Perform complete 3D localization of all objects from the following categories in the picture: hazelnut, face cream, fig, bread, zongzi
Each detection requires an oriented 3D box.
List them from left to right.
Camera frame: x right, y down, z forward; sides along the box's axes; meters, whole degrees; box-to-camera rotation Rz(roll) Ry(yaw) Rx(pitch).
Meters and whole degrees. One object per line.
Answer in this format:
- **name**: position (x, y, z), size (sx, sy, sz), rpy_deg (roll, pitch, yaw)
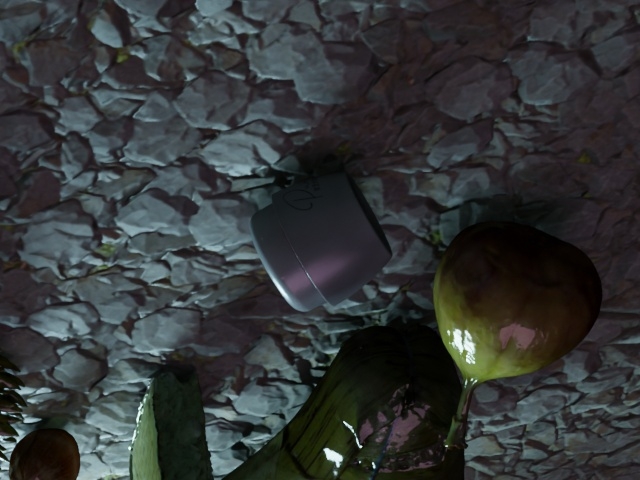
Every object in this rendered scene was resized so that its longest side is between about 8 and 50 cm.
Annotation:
- **hazelnut**: position (-0.297, 0.241, 1.705), size (0.086, 0.086, 0.086), rpy_deg (-8, 141, -6)
- **bread**: position (-0.156, 0.218, 1.681), size (0.064, 0.172, 0.232), rpy_deg (1, -177, -17)
- **zongzi**: position (-0.025, 0.229, 1.719), size (0.360, 0.160, 0.323), rpy_deg (-5, 136, 1)
- **face cream**: position (0.000, 0.000, 1.461), size (0.104, 0.117, 0.117), rpy_deg (-30, 139, 7)
- **fig**: position (0.169, 0.093, 1.540), size (0.160, 0.230, 0.143), rpy_deg (24, 173, -9)

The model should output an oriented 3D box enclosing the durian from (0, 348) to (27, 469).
- **durian**: position (-0.411, 0.153, 1.578), size (0.198, 0.163, 0.394), rpy_deg (17, 145, 26)
